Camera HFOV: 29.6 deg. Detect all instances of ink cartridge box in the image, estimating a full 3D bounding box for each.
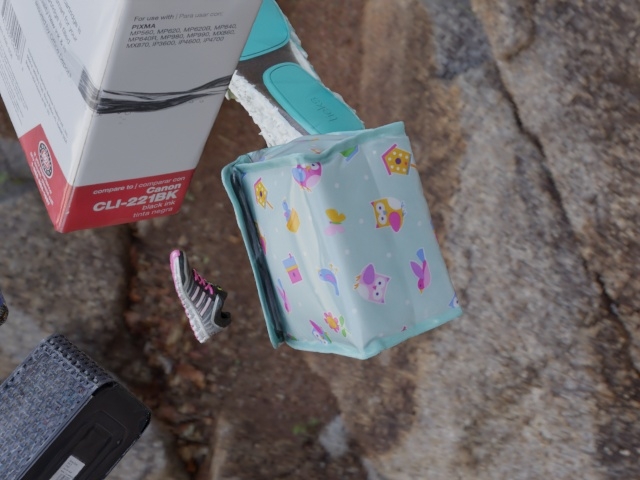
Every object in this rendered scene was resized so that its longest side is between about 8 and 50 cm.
[{"bbox_3d":[-0.158,-0.169,0.929,0.197,0.114,0.273,62,146,27],"label":"ink cartridge box"}]

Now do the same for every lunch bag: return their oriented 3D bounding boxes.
[{"bbox_3d":[0.000,0.000,1.293,0.262,0.160,0.223,-1,108,60],"label":"lunch bag"}]

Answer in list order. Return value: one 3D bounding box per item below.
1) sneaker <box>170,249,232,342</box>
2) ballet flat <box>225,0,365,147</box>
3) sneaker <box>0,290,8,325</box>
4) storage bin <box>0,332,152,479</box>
[{"bbox_3d":[-0.193,0.083,1.981,0.074,0.170,0.063,-21,24,-3],"label":"sneaker"},{"bbox_3d":[-0.077,-0.209,1.662,0.147,0.147,0.409,-45,57,18],"label":"ballet flat"},{"bbox_3d":[-0.391,0.066,1.149,0.221,0.087,0.083,-3,48,28],"label":"sneaker"},{"bbox_3d":[-0.261,0.193,1.145,0.084,0.122,0.180,34,77,27],"label":"storage bin"}]
